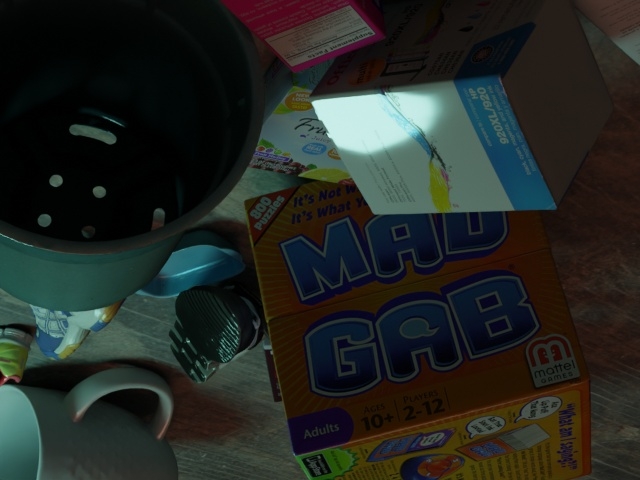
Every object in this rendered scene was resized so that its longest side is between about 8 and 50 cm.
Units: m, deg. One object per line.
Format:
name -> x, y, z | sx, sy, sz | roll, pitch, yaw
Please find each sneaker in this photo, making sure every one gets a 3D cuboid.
sneaker -> -0.368, 0.078, 1.971 | 0.131, 0.112, 0.296 | 35, 147, -11
sneaker -> -0.546, 0.204, 2.164 | 0.208, 0.094, 0.081 | -19, 151, 28
sneaker -> -0.129, 0.108, 2.007 | 0.146, 0.122, 0.330 | -32, 176, -19

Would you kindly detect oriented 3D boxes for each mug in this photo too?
mug -> -0.396, 0.366, 2.354 | 0.328, 0.276, 0.374 | 16, 116, -43

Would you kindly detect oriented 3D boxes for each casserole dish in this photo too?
casserole dish -> -0.195, 0.031, 1.950 | 0.188, 0.037, 0.114 | -20, 148, 26

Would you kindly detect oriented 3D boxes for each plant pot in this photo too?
plant pot -> -0.251, -0.091, 1.433 | 0.341, 0.341, 0.334 | 2, 159, -11

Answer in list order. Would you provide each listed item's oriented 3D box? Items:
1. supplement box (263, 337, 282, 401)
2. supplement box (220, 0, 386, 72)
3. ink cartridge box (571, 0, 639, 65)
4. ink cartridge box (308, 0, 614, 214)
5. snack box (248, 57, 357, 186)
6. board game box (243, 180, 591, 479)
supplement box -> -0.022, 0.182, 2.220 | 0.130, 0.073, 0.239 | -4, 151, 0
supplement box -> -0.036, -0.272, 1.318 | 0.114, 0.111, 0.220 | -17, 150, 22
ink cartridge box -> 0.435, -0.289, 1.400 | 0.324, 0.071, 0.330 | -22, 150, 32
ink cartridge box -> 0.144, -0.143, 1.411 | 0.232, 0.171, 0.168 | -2, 131, 39
snack box -> 0.022, -0.141, 1.618 | 0.207, 0.070, 0.174 | 9, 148, -26
board game box -> 0.135, 0.133, 1.804 | 0.356, 0.356, 0.356 | -14, 151, 4
